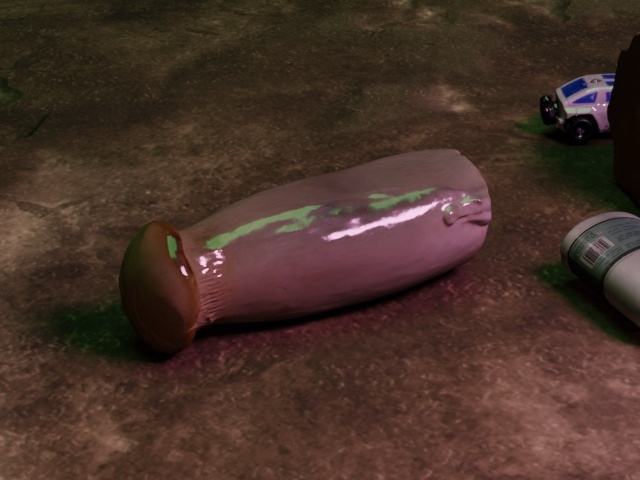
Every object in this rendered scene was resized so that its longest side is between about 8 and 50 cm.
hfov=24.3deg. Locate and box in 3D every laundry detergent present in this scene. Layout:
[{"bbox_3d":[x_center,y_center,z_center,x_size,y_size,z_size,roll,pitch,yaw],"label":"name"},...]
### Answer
[{"bbox_3d":[0.319,0.042,1.387,0.099,0.070,0.225,-5,23,-20],"label":"laundry detergent"}]

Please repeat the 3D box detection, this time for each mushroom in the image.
[{"bbox_3d":[0.007,0.004,1.438,0.407,0.137,0.154,-20,41,-26],"label":"mushroom"}]

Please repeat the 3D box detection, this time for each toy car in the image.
[{"bbox_3d":[0.358,-0.166,1.841,0.171,0.070,0.080,-2,25,1],"label":"toy car"}]

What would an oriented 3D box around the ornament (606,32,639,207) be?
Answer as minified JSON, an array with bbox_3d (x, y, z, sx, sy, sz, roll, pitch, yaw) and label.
[{"bbox_3d":[0.453,-0.129,1.612,0.218,0.235,0.221,-4,49,-8],"label":"ornament"}]
